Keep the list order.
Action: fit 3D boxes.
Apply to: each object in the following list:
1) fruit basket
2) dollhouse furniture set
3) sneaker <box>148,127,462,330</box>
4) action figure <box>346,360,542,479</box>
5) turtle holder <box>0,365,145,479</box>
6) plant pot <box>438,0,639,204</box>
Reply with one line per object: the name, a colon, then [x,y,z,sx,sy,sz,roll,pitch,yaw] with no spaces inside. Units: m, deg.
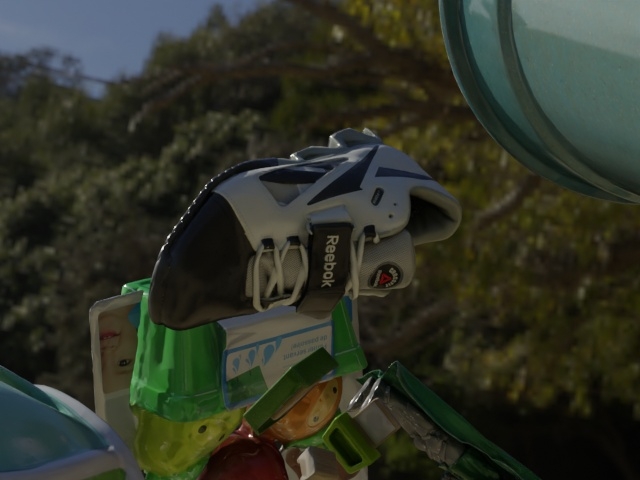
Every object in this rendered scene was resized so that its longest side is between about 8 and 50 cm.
fruit basket: [-0.071,0.197,1.558,0.327,0.353,0.165,-12,11,-37]
dollhouse furniture set: [0.026,0.141,0.947,0.058,0.151,0.076,-45,-10,36]
sneaker: [0.000,0.000,1.331,0.146,0.330,0.122,30,-50,28]
action figure: [0.132,0.194,1.351,0.232,0.063,0.137,35,-8,-6]
turtle holder: [-0.225,0.160,0.758,0.227,0.243,0.320,-18,5,-37]
plant pot: [0.282,-0.144,0.979,0.341,0.341,0.334,14,13,-16]
